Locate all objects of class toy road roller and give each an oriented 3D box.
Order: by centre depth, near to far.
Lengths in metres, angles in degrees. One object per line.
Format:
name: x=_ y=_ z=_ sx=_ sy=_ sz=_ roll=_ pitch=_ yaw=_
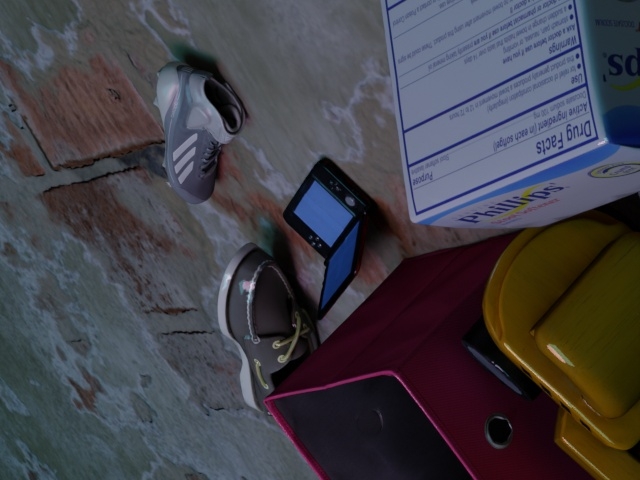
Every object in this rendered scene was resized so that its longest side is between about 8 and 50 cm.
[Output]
toy road roller: x=0.297 y=0.114 z=1.734 sx=0.329 sy=0.202 sz=0.240 roll=42 pitch=176 yaw=4

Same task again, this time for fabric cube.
fabric cube: x=0.153 y=0.172 z=1.990 sx=0.254 sy=0.258 sz=0.259 roll=55 pitch=147 yaw=-11

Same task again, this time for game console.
game console: x=0.000 y=0.000 z=2.137 sx=0.124 sy=0.085 sz=0.144 roll=43 pitch=147 yaw=5

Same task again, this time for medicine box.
medicine box: x=0.185 y=-0.178 z=1.545 sx=0.263 sy=0.149 sz=0.289 roll=-23 pitch=71 yaw=56

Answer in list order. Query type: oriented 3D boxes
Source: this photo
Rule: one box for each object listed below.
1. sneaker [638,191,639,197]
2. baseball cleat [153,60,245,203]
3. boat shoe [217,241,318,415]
sneaker: x=0.325 y=-0.125 z=1.607 sx=0.299 sy=0.121 sz=0.112 roll=102 pitch=149 yaw=-44
baseball cleat: x=-0.136 y=-0.113 z=2.186 sx=0.109 sy=0.072 sz=0.206 roll=17 pitch=142 yaw=28
boat shoe: x=-0.053 y=0.121 z=2.316 sx=0.091 sy=0.109 sz=0.305 roll=26 pitch=149 yaw=28
